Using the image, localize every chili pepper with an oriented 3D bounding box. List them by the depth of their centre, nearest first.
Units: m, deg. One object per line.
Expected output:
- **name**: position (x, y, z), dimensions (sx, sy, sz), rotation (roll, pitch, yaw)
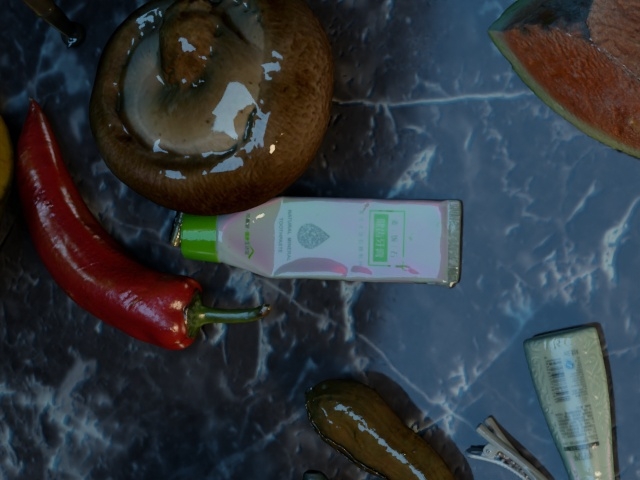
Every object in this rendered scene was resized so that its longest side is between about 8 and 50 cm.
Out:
- **chili pepper**: position (-0.227, 0.007, 1.173), dimensions (0.368, 0.092, 0.137), rotation (40, 101, 15)

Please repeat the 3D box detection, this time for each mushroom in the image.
- **mushroom**: position (-0.102, -0.142, 1.084), dimensions (0.253, 0.153, 0.253), rotation (-4, 79, 22)

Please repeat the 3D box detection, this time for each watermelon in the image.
- **watermelon**: position (0.284, -0.172, 0.984), dimensions (0.231, 0.128, 0.146), rotation (40, 73, 4)

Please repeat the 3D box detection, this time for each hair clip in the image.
- **hair clip**: position (0.186, 0.222, 1.052), dimensions (0.115, 0.030, 0.039), rotation (43, 123, 17)

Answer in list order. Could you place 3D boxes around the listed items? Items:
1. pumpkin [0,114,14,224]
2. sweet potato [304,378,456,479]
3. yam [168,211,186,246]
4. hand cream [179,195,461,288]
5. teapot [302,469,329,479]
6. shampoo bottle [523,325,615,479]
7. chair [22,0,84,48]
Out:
- **pumpkin**: position (-0.467, -0.055, 1.172), dimensions (0.225, 0.256, 0.303), rotation (-37, 63, 24)
- **sweet potato**: position (0.076, 0.220, 1.077), dimensions (0.233, 0.062, 0.081), rotation (49, 121, 10)
- **yam**: position (-0.142, -0.044, 1.180), dimensions (0.014, 0.014, 0.107), rotation (19, 98, 20)
- **hand cream**: position (0.000, 0.000, 1.100), dimensions (0.275, 0.050, 0.079), rotation (2, 118, 10)
- **teapot**: position (0.008, 0.352, 1.060), dimensions (0.182, 0.173, 0.269), rotation (-17, 94, -5)
- **shampoo bottle**: position (0.241, 0.177, 1.022), dimensions (0.069, 0.041, 0.191), rotation (-14, 86, 15)
- **chair**: position (-0.223, -0.425, 0.998), dimensions (0.362, 0.410, 0.365), rotation (-12, 86, 20)
